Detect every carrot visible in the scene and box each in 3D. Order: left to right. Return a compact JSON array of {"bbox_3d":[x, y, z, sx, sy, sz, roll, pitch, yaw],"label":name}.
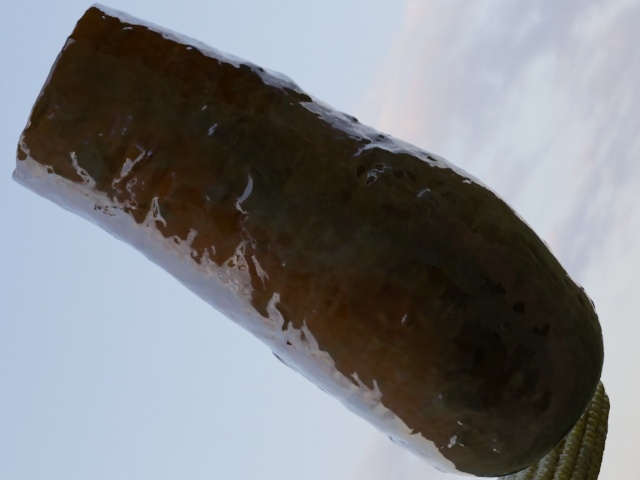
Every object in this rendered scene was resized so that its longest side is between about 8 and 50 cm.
[{"bbox_3d":[0.000,0.000,0.636,0.139,0.302,0.139,-58,9,14],"label":"carrot"}]

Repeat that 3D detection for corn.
[{"bbox_3d":[0.142,0.158,0.837,0.085,0.063,0.165,-41,17,51],"label":"corn"}]
